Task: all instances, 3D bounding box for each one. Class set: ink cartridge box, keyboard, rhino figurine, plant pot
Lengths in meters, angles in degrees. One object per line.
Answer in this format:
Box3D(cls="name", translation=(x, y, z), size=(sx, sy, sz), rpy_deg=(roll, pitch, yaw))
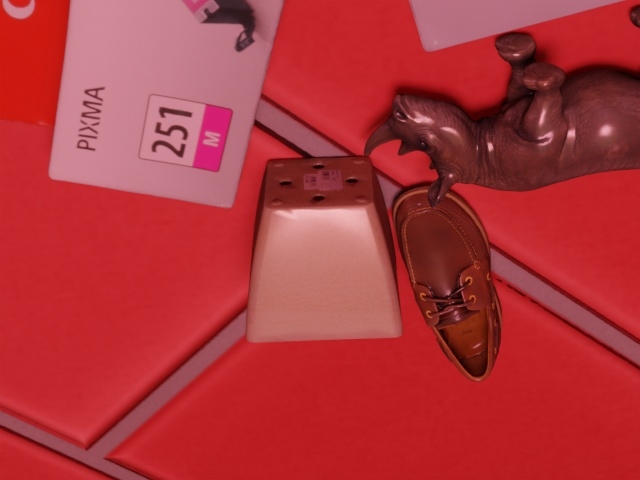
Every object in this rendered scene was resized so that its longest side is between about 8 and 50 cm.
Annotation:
Box3D(cls="ink cartridge box", translation=(-0.144, -0.154, 0.787), size=(0.239, 0.060, 0.275), rpy_deg=(9, 132, -10))
Box3D(cls="keyboard", translation=(0.180, -0.177, 0.802), size=(0.256, 0.014, 0.072), rpy_deg=(-13, 137, 12))
Box3D(cls="rhino figurine", translation=(0.147, -0.079, 0.850), size=(0.243, 0.073, 0.106), rpy_deg=(-11, 130, 10))
Box3D(cls="plant pot", translation=(0.000, 0.000, 0.905), size=(0.109, 0.109, 0.096), rpy_deg=(-3, 120, 2))

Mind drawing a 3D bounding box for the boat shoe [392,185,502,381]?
Box3D(cls="boat shoe", translation=(0.101, 0.035, 0.962), size=(0.064, 0.060, 0.178), rpy_deg=(-15, 131, 12))
